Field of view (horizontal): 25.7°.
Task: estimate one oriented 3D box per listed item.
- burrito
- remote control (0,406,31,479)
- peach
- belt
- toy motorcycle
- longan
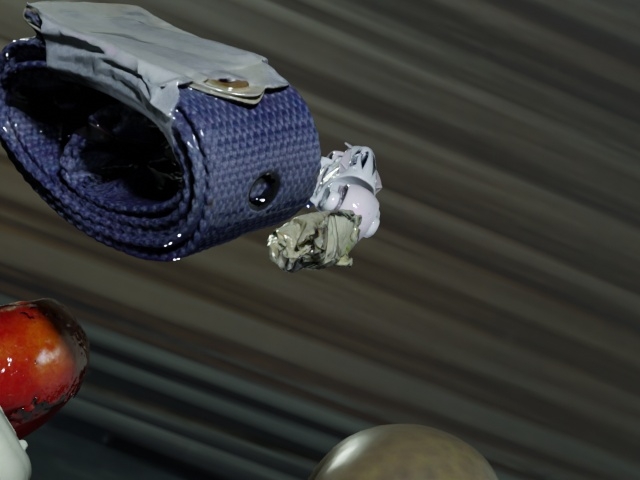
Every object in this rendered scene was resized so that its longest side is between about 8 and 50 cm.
[{"bbox_3d":[-0.002,0.001,1.391,0.063,0.058,0.229,-26,-8,16],"label":"burrito"},{"bbox_3d":[-0.221,0.049,0.753,0.042,0.221,0.078,-35,17,-19],"label":"remote control"},{"bbox_3d":[-0.246,0.109,1.064,0.127,0.172,0.092,-44,65,43],"label":"peach"},{"bbox_3d":[-0.105,-0.076,0.917,0.126,0.230,0.139,-16,-58,-43],"label":"belt"},{"bbox_3d":[0.034,-0.068,1.762,0.254,0.112,0.112,-110,42,-74],"label":"toy motorcycle"},{"bbox_3d":[0.084,0.356,1.741,0.300,0.300,0.243,-179,77,-81],"label":"longan"}]
